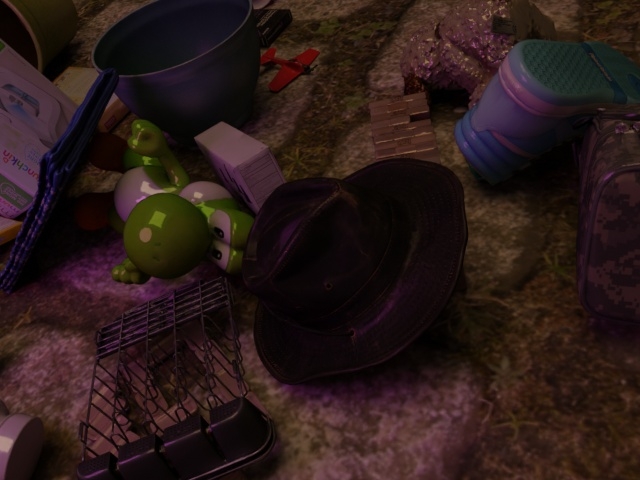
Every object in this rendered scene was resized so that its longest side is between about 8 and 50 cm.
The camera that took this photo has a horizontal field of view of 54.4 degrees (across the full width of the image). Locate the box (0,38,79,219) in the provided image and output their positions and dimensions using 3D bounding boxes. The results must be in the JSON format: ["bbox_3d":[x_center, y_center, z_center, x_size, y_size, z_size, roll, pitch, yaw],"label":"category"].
[{"bbox_3d":[-0.587,-0.209,1.112,0.126,0.262,0.231,-23,37,35],"label":"box"}]

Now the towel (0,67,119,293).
[{"bbox_3d":[-0.411,-0.091,0.959,0.336,0.040,0.243,-44,28,40],"label":"towel"}]

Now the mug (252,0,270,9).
[{"bbox_3d":[-0.170,-0.631,1.516,0.113,0.150,0.169,-52,36,20],"label":"mug"}]

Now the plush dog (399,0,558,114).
[{"bbox_3d":[0.228,-0.312,1.011,0.225,0.210,0.262,-10,40,44],"label":"plush dog"}]

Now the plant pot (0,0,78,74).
[{"bbox_3d":[-0.725,-0.512,1.489,0.276,0.276,0.254,-2,36,17],"label":"plant pot"}]

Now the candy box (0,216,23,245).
[{"bbox_3d":[-0.614,0.012,1.042,0.105,0.027,0.206,15,34,28],"label":"candy box"}]

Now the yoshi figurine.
[{"bbox_3d":[-0.245,-0.045,0.884,0.362,0.204,0.203,23,59,39],"label":"yoshi figurine"}]

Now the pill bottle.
[{"bbox_3d":[-0.448,0.232,0.725,0.216,0.121,0.121,11,49,0],"label":"pill bottle"}]

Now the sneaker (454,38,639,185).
[{"bbox_3d":[0.317,-0.168,0.876,0.319,0.208,0.127,-2,60,-33],"label":"sneaker"}]

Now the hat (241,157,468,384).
[{"bbox_3d":[0.000,0.000,0.724,0.331,0.134,0.331,-32,37,29],"label":"hat"}]

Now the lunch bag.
[{"bbox_3d":[0.428,-0.047,0.665,0.305,0.213,0.256,4,33,22],"label":"lunch bag"}]

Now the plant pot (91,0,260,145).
[{"bbox_3d":[-0.234,-0.301,1.135,0.293,0.196,0.293,-9,46,10],"label":"plant pot"}]

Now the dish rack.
[{"bbox_3d":[-0.175,0.160,0.730,0.208,0.074,0.271,-22,36,0],"label":"dish rack"}]

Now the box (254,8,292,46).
[{"bbox_3d":[-0.158,-0.480,1.399,0.162,0.029,0.116,12,53,27],"label":"box"}]

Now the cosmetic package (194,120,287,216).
[{"bbox_3d":[-0.118,-0.107,0.932,0.060,0.099,0.239,-31,27,-12],"label":"cosmetic package"}]

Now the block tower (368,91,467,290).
[{"bbox_3d":[0.129,-0.068,0.860,0.097,0.091,0.335,-10,46,11],"label":"block tower"}]

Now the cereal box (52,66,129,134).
[{"bbox_3d":[-0.503,-0.302,1.336,0.240,0.047,0.173,12,53,28],"label":"cereal box"}]

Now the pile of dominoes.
[{"bbox_3d":[-0.177,0.221,0.746,0.196,0.040,0.251,-35,38,-14],"label":"pile of dominoes"}]

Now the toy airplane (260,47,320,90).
[{"bbox_3d":[-0.072,-0.356,1.250,0.151,0.028,0.151,-9,44,9],"label":"toy airplane"}]
